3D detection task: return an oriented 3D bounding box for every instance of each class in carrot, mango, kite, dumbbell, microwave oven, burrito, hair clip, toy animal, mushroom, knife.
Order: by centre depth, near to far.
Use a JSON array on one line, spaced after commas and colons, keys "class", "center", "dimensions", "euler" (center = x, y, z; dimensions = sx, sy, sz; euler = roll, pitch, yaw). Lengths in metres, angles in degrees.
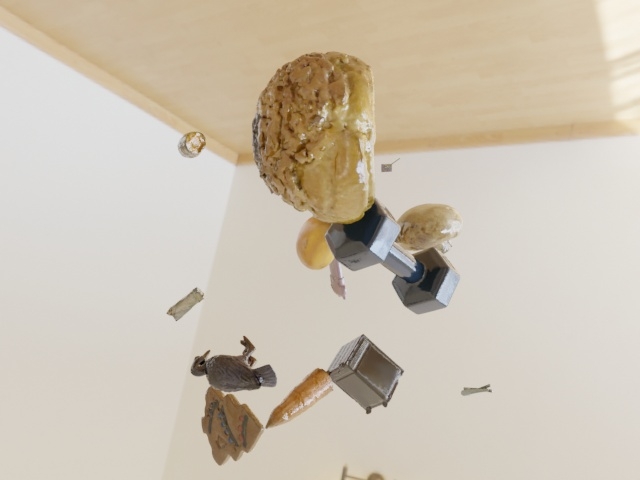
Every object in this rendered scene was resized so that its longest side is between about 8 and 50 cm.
[{"class": "dumbbell", "center": [0.164, 0.039, 1.204], "dimensions": [0.160, 0.144, 0.325], "euler": [-20, 140, 38]}, {"class": "carrot", "center": [-0.060, 0.388, 1.324], "dimensions": [0.205, 0.072, 0.072], "euler": [-29, -165, -39]}, {"class": "mango", "center": [0.000, 0.000, 1.550], "dimensions": [0.112, 0.145, 0.219], "euler": [0, 156, -22]}, {"class": "toy animal", "center": [-0.272, 0.404, 1.739], "dimensions": [0.298, 0.122, 0.185], "euler": [19, -150, 35]}, {"class": "carrot", "center": [-0.418, -0.309, 1.784], "dimensions": [0.082, 0.082, 0.173], "euler": [17, 179, -24]}, {"class": "kite", "center": [0.231, -0.242, 1.793], "dimensions": [0.078, 0.002, 0.044], "euler": [-16, 134, 22]}, {"class": "burrito", "center": [-0.450, 0.214, 1.834], "dimensions": [0.171, 0.042, 0.051], "euler": [-39, 102, 21]}, {"class": "hair clip", "center": [0.526, 0.507, 1.853], "dimensions": [0.039, 0.030, 0.115], "euler": [-16, 172, -45]}, {"class": "mushroom", "center": [0.371, -0.037, 1.922], "dimensions": [0.255, 0.255, 0.184], "euler": [-2, 120, 42]}, {"class": "knife", "center": [0.044, 0.018, 1.960], "dimensions": [0.038, 0.399, 0.132], "euler": [-15, -163, -22]}, {"class": "microwave oven", "center": [0.169, 0.531, 2.181], "dimensions": [0.247, 0.178, 0.188], "euler": [43, 136, -5]}]

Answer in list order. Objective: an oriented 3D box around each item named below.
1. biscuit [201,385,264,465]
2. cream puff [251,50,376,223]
[{"class": "biscuit", "center": [-0.310, 0.634, 1.886], "dimensions": [0.301, 0.278, 0.043], "euler": [-16, 172, 39]}, {"class": "cream puff", "center": [-0.011, -0.183, 1.029], "dimensions": [0.231, 0.343, 0.327], "euler": [0, 148, 2]}]
